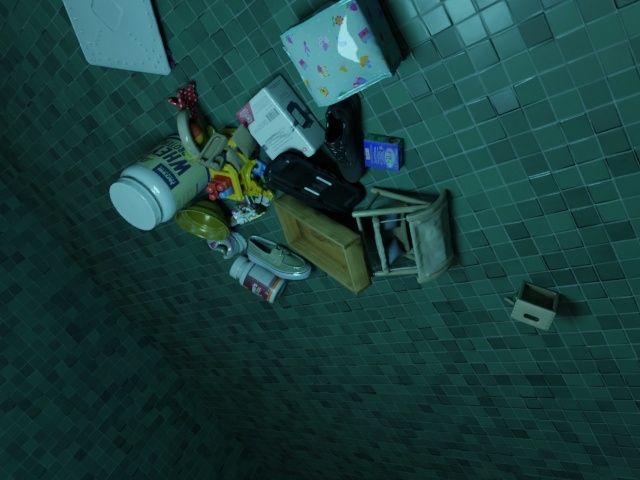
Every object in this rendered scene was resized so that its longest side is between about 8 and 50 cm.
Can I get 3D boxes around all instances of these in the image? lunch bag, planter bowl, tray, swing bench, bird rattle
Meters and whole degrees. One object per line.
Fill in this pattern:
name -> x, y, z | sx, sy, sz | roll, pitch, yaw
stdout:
lunch bag -> 0.045, -0.480, 1.310 | 0.262, 0.160, 0.224 | -14, 119, 37
planter bowl -> -0.441, -0.092, 1.994 | 0.217, 0.091, 0.217 | 12, 153, 6
tray -> 0.000, 0.000, 1.719 | 0.410, 0.076, 0.203 | 34, 150, 47
swing bench -> 0.263, -0.015, 1.583 | 0.254, 0.165, 0.253 | 6, 130, 31
bird rattle -> -0.420, -0.377, 1.725 | 0.142, 0.207, 0.254 | -9, 132, 2

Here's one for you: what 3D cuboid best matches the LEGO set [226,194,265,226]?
LEGO set -> -0.290, -0.124, 1.934 | 0.107, 0.132, 0.287 | 66, 164, -8

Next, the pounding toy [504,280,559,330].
pounding toy -> 0.627, 0.195, 1.557 | 0.141, 0.130, 0.100 | 20, 125, 20

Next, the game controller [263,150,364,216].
game controller -> -0.018, -0.175, 1.637 | 0.319, 0.067, 0.166 | 24, 136, -26

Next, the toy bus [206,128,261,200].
toy bus -> -0.311, -0.240, 1.755 | 0.149, 0.211, 0.220 | 14, 133, 27

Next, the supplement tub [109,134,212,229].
supplement tub -> -0.572, -0.212, 1.880 | 0.235, 0.325, 0.236 | 20, 137, 20

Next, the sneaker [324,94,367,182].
sneaker -> 0.062, -0.282, 1.505 | 0.108, 0.130, 0.287 | 7, 132, 29

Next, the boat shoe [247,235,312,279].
boat shoe -> -0.171, 0.067, 2.022 | 0.302, 0.109, 0.094 | 18, 134, 26

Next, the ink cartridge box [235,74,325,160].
ink cartridge box -> -0.118, -0.352, 1.590 | 0.237, 0.100, 0.171 | 50, 140, -14

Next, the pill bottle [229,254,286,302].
pill bottle -> -0.261, 0.158, 2.160 | 0.221, 0.121, 0.121 | 30, 139, 9

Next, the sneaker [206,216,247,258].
sneaker -> -0.420, -0.026, 2.109 | 0.252, 0.111, 0.103 | 44, 140, -7

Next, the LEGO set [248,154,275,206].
LEGO set -> -0.176, -0.194, 1.744 | 0.093, 0.087, 0.227 | 32, 126, 17

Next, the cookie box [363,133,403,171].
cookie box -> 0.184, -0.256, 1.507 | 0.107, 0.040, 0.092 | 15, 135, 25

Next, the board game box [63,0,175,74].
board game box -> -0.670, -0.747, 1.661 | 0.389, 0.050, 0.390 | 15, 135, 24

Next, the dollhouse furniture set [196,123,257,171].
dollhouse furniture set -> -0.315, -0.301, 1.627 | 0.151, 0.144, 0.123 | 27, 170, 21
